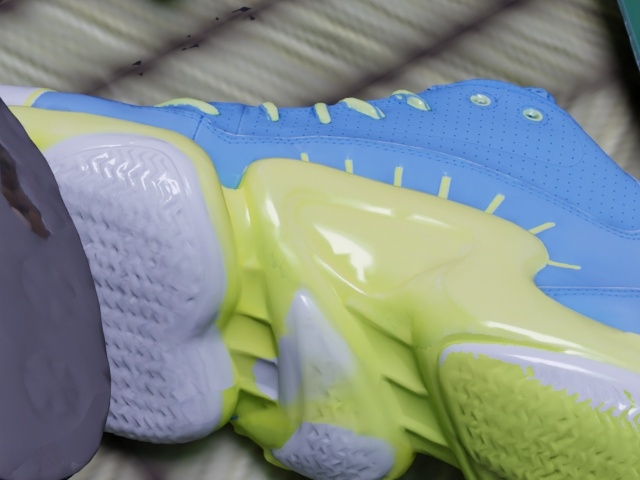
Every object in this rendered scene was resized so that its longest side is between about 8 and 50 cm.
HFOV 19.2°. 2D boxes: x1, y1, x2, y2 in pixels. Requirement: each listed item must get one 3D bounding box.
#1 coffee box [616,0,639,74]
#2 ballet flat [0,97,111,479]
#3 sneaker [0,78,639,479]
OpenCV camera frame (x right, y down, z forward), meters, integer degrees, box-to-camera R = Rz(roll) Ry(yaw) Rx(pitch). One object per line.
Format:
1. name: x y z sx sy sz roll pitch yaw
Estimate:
1. coffee box: 0.151 -0.069 0.582 0.113 0.040 0.184 -22 60 13
2. ballet flat: -0.133 -0.042 0.441 0.250 0.058 0.084 55 29 9
3. sneaker: 0.000 0.000 0.525 0.240 0.091 0.126 23 40 3
